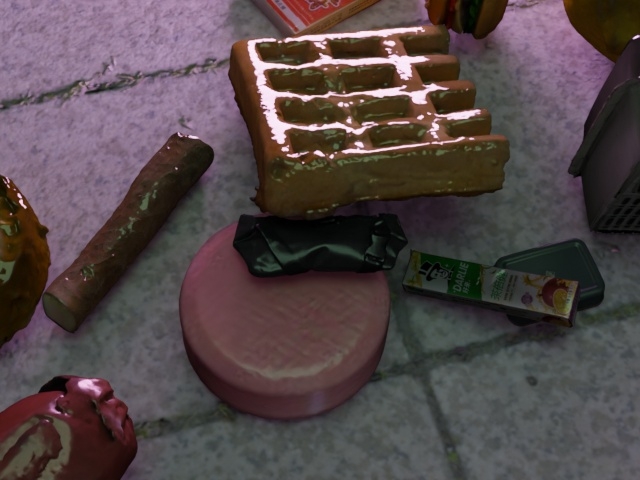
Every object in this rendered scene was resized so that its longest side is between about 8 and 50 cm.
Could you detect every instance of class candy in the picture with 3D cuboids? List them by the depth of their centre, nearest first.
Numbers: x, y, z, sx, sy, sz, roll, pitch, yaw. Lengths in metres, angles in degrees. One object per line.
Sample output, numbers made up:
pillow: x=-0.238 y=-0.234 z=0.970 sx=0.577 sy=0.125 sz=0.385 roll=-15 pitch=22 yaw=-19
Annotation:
candy: x=-0.036 y=0.078 z=1.275 sx=0.256 sy=0.094 sz=0.255 roll=1 pitch=59 yaw=-1
candy: x=-0.446 y=0.025 z=1.280 sx=0.260 sy=0.118 sz=0.259 roll=0 pitch=58 yaw=1

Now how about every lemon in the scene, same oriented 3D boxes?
lemon: x=0.437 y=-0.343 z=1.467 sx=0.229 sy=0.228 sz=0.253 roll=15 pitch=44 yaw=7

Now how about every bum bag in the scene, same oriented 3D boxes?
bum bag: x=0.000 y=0.000 z=1.238 sx=0.198 sy=0.049 sz=0.087 roll=-1 pitch=54 yaw=-1

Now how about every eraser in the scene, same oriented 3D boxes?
eraser: x=0.010 y=-0.386 z=1.590 sx=0.230 sy=0.038 sz=0.157 roll=-32 pitch=65 yaw=-18

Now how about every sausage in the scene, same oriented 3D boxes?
sausage: x=-0.307 y=0.257 z=1.124 sx=0.152 sy=0.152 sz=0.279 roll=34 pitch=63 yaw=17

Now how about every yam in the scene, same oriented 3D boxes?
yam: x=-0.233 y=-0.013 z=1.341 sx=0.066 sy=0.066 sz=0.299 roll=26 pitch=60 yaw=13

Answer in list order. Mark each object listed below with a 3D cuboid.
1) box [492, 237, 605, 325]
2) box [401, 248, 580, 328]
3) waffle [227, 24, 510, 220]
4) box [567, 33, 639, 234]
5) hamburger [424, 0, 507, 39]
box: x=0.276 y=0.048 z=1.340 sx=0.126 sy=0.031 sz=0.091 roll=-13 pitch=60 yaw=-8
box: x=0.200 y=0.056 z=1.301 sx=0.207 sy=0.041 sz=0.049 roll=11 pitch=69 yaw=20
waffle: x=0.046 y=-0.158 z=1.362 sx=0.304 sy=0.077 sz=0.348 roll=-5 pitch=37 yaw=-10
box: x=0.425 y=-0.120 z=1.302 sx=0.221 sy=0.290 sz=0.166 roll=-1 pitch=71 yaw=-2
hamburger: x=0.205 y=-0.355 z=1.510 sx=0.115 sy=0.162 sz=0.162 roll=12 pitch=59 yaw=4
